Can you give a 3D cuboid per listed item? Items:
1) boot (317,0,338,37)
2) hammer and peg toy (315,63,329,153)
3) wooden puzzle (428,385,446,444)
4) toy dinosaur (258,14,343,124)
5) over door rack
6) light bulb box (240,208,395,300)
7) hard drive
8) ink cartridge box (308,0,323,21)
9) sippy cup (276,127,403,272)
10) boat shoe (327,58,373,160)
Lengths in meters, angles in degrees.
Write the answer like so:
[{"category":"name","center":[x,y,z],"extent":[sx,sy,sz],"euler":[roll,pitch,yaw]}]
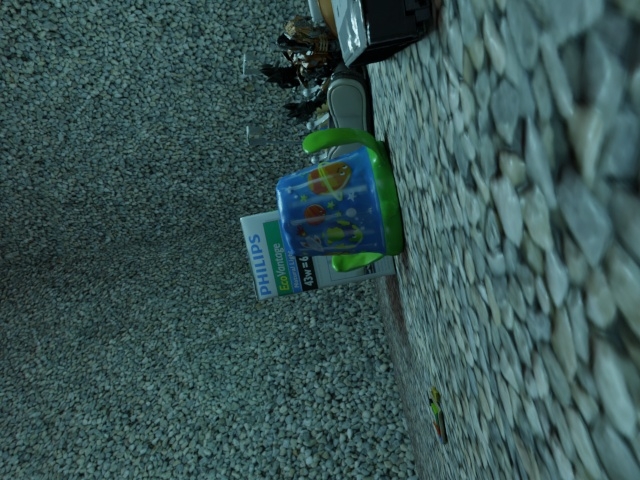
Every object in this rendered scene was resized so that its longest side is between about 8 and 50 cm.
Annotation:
[{"category":"boot","center":[0.034,-0.426,0.803],"extent":[0.152,0.073,0.197],"euler":[-103,-3,-49]},{"category":"hammer and peg toy","center":[0.057,-0.380,1.511],"extent":[0.361,0.128,0.265],"euler":[70,-173,-68]},{"category":"wooden puzzle","center":[0.207,0.314,0.839],"extent":[0.078,0.014,0.116],"euler":[-65,-36,-84]},{"category":"toy dinosaur","center":[0.002,-0.381,1.046],"extent":[0.322,0.218,0.164],"euler":[21,-139,-47]},{"category":"over door rack","center":[-0.049,-0.329,1.215],"extent":[0.108,0.325,0.239],"euler":[136,132,-56]},{"category":"light bulb box","center":[0.000,0.000,1.335],"extent":[0.358,0.361,0.225],"euler":[-65,-36,-85]},{"category":"hard drive","center":[0.040,-0.319,0.508],"extent":[0.339,0.064,0.236],"euler":[-93,-9,-72]},{"category":"ink cartridge box","center":[0.001,-0.572,0.912],"extent":[0.218,0.092,0.158],"euler":[70,-170,-60]},{"category":"sippy cup","center":[0.034,-0.066,0.955],"extent":[0.240,0.224,0.305],"euler":[-77,-25,-80]},{"category":"boat shoe","center":[0.071,-0.260,1.079],"extent":[0.335,0.112,0.095],"euler":[83,-166,-58]}]
